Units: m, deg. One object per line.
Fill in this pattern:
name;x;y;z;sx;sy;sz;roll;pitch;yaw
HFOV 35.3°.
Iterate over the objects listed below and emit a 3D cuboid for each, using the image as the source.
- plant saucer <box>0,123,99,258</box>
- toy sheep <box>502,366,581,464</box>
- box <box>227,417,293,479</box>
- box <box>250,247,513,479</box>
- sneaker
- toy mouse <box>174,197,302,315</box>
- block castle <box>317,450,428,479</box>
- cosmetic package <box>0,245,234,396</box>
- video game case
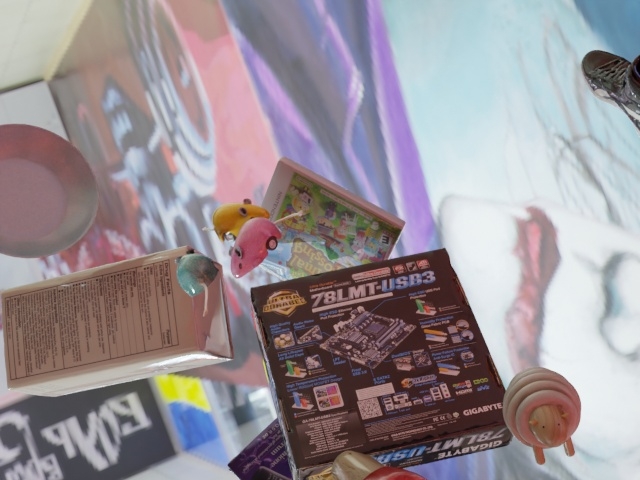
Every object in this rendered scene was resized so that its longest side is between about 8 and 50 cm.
plant saucer;-0.390;-0.059;1.316;0.195;0.195;0.037;-22;167;-33
toy sheep;0.235;0.179;1.069;0.091;0.091;0.132;-20;-163;3
box;-0.011;0.366;1.504;0.153;0.108;0.207;-43;-131;-15
box;0.075;0.164;1.355;0.295;0.293;0.073;-11;140;-10
sneaker;0.460;-0.247;1.489;0.079;0.217;0.121;-28;141;-4
toy mouse;-0.092;0.010;0.948;0.161;0.031;0.143;-16;-145;38
block castle;0.053;0.484;1.064;0.303;0.453;0.213;-28;-166;-15
cosmetic package;-0.287;0.120;1.425;0.296;0.153;0.129;-12;164;16
video game case;0.000;0.000;1.532;0.023;0.212;0.193;-50;166;-56
